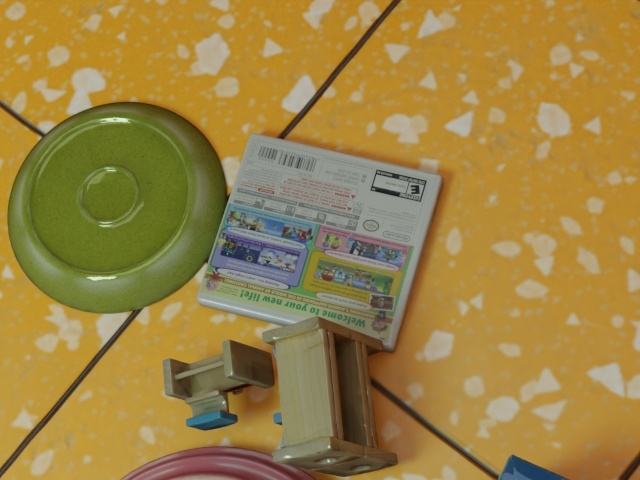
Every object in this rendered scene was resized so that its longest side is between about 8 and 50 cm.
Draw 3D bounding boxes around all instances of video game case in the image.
[{"bbox_3d":[0.000,0.000,1.805,0.212,0.023,0.193,13,73,13],"label":"video game case"}]

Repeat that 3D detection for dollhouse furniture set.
[{"bbox_3d":[-0.039,0.168,1.714,0.184,0.129,0.129,-17,67,29],"label":"dollhouse furniture set"}]

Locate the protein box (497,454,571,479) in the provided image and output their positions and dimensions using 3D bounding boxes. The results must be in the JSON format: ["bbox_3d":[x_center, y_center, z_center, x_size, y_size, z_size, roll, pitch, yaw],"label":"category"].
[{"bbox_3d":[0.225,0.333,1.588,0.201,0.136,0.200,23,76,16],"label":"protein box"}]

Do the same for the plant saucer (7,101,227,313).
[{"bbox_3d":[-0.220,-0.043,1.849,0.241,0.037,0.241,-3,69,8],"label":"plant saucer"}]

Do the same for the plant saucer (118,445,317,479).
[{"bbox_3d":[-0.109,0.354,1.664,0.332,0.084,0.332,-3,69,8],"label":"plant saucer"}]
